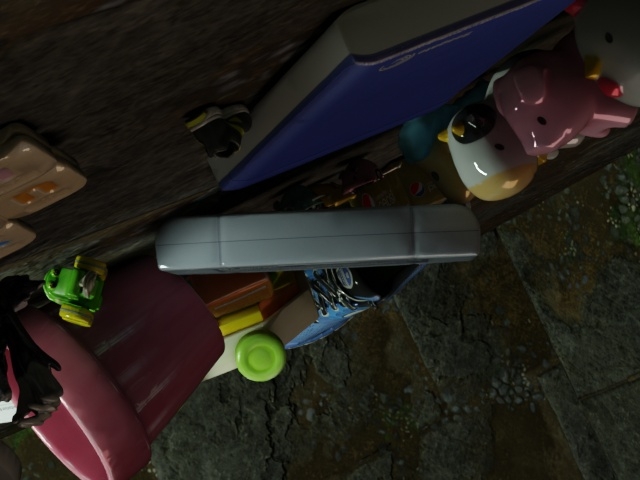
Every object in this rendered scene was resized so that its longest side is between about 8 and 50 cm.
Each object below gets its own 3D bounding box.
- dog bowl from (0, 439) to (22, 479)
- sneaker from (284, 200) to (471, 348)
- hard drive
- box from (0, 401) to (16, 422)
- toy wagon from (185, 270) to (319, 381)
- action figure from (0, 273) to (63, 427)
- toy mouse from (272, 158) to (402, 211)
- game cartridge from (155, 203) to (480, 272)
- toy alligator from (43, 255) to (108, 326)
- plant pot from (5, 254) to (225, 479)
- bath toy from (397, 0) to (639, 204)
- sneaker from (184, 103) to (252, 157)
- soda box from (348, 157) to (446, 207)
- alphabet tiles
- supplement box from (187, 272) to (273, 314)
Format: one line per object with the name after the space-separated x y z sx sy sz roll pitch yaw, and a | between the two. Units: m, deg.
-0.396 0.209 1.456 0.349 0.102 0.349 -1 157 -1 | dog bowl
0.028 0.033 2.445 0.330 0.129 0.147 -36 179 21 | sneaker
0.056 -0.125 1.417 0.210 0.040 0.319 -23 175 -22 | hard drive
-0.295 0.143 2.157 0.145 0.038 0.186 -11 -166 32 | box
-0.172 0.119 2.282 0.344 0.068 0.267 -20 -162 0 | toy wagon
-0.294 0.103 1.536 0.164 0.141 0.276 -28 171 16 | action figure
0.006 -0.051 2.011 0.161 0.031 0.143 -26 175 5 | toy mouse
0.000 0.000 1.848 0.294 0.060 0.196 -3 -179 2 | game cartridge
-0.221 0.040 1.759 0.051 0.056 0.189 16 172 -2 | toy alligator
-0.202 0.117 1.954 0.180 0.201 0.201 -40 -179 -20 | plant pot
0.194 -0.126 1.684 0.348 0.129 0.151 -30 -143 63 | bath toy
-0.068 -0.073 1.377 0.031 0.035 0.083 -26 175 22 | sneaker
0.091 -0.051 2.264 0.058 0.061 0.181 -23 175 -19 | soda box
-0.282 0.009 1.192 0.284 0.021 0.278 -25 170 5 | alphabet tiles
-0.099 0.031 2.098 0.080 0.078 0.233 -25 175 0 | supplement box
